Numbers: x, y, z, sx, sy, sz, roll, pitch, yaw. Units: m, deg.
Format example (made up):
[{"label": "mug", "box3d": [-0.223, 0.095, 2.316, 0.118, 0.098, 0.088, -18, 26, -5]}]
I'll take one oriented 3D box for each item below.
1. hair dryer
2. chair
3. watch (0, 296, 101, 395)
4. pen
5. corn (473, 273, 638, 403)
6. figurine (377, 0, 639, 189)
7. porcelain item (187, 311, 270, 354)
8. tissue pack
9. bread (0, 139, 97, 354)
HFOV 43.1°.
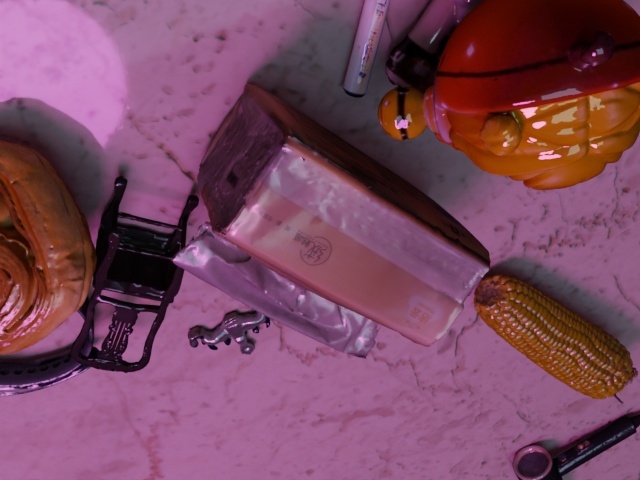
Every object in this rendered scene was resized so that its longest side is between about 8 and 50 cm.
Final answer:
[{"label": "hair dryer", "box3d": [0.467, 0.378, 1.413, 0.255, 0.070, 0.128, -29, 124, 1]}, {"label": "chair", "box3d": [-0.238, 0.050, 1.015, 0.106, 0.113, 0.229, 15, 129, -20]}, {"label": "watch", "box3d": [-0.402, 0.120, 1.048, 0.206, 0.068, 0.193, -26, 123, 2]}, {"label": "pen", "box3d": [0.068, -0.289, 0.908, 0.033, 0.033, 0.269, 6, 121, -16]}, {"label": "corn", "box3d": [0.349, 0.147, 1.210, 0.305, 0.106, 0.106, 30, 112, -25]}, {"label": "figurine", "box3d": [0.216, -0.179, 0.837, 0.320, 0.323, 0.196, -15, 125, -4]}, {"label": "porcelain item", "box3d": [-0.113, 0.134, 1.146, 0.136, 0.021, 0.075, -22, 124, 2]}, {"label": "tissue pack", "box3d": [0.000, 0.000, 0.956, 0.305, 0.238, 0.238, 30, 112, -28]}, {"label": "bread", "box3d": [-0.358, 0.006, 0.909, 0.198, 0.120, 0.236, -28, 83, 7]}]
